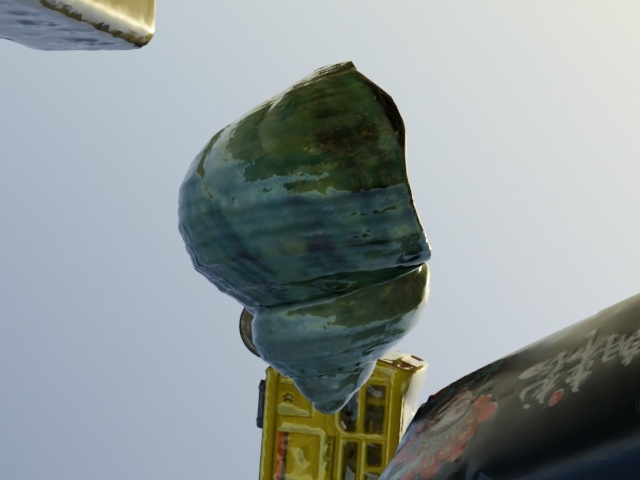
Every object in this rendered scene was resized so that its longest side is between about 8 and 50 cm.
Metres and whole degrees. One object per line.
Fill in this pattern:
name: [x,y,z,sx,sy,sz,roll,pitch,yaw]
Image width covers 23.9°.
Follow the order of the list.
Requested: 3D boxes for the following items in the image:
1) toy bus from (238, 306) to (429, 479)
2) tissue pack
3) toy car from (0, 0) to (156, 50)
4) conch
toy bus: [0.010,0.183,1.296,0.152,0.330,0.144,4,-179,12]
tissue pack: [0.105,0.077,0.532,0.090,0.170,0.103,51,-143,-15]
toy car: [-0.259,-0.125,0.568,0.242,0.336,0.226,4,-116,-77]
conch: [-0.003,-0.001,0.856,0.176,0.188,0.122,10,-131,43]
